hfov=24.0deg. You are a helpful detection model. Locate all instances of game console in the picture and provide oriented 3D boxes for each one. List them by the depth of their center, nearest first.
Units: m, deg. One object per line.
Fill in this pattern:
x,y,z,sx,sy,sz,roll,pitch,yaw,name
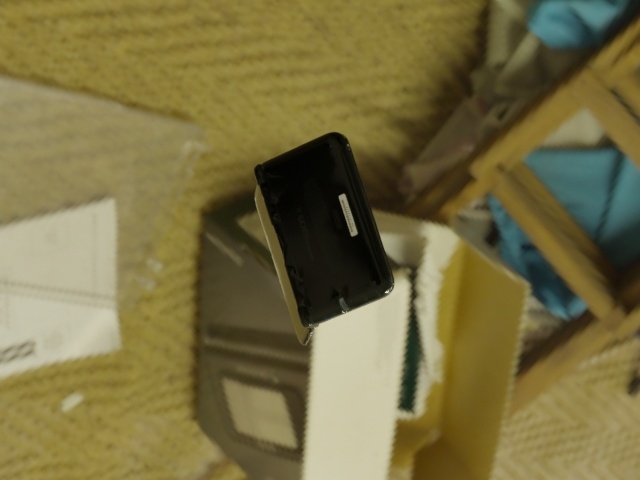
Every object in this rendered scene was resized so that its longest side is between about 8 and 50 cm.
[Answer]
0.000,0.000,1.069,0.107,0.122,0.071,-23,166,21,game console
